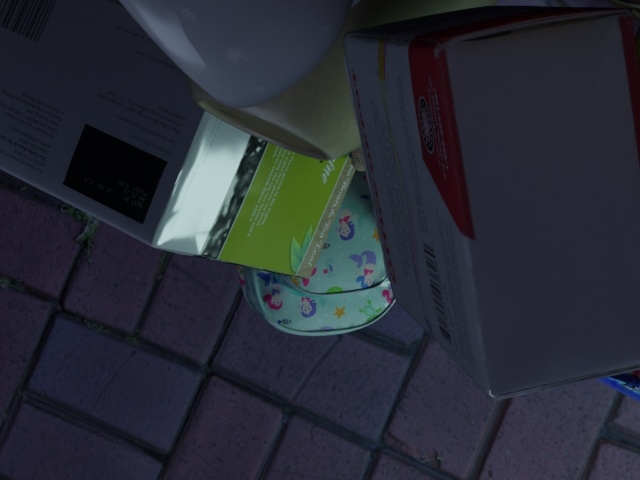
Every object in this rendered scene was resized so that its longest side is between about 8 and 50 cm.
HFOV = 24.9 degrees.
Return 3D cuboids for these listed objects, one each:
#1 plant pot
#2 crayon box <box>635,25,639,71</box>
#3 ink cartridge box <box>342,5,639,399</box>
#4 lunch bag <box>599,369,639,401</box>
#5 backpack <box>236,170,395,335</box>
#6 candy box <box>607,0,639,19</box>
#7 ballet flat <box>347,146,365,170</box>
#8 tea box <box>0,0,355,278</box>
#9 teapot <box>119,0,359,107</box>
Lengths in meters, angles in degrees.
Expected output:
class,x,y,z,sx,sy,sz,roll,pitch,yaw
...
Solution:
class,x,y,z,sx,sy,sz,roll,pitch,yaw
plant pot,-0.012,-0.180,1.239,0.284,0.191,0.284,23,177,1
crayon box,0.364,-0.019,1.142,0.319,0.202,0.081,23,176,13
ink cartridge box,0.118,-0.044,1.000,0.131,0.226,0.306,-12,-168,-5
lunch bag,0.498,0.125,2.124,0.138,0.221,0.293,20,175,35
backpack,0.000,0.000,1.919,0.225,0.253,0.191,-4,-170,-16
candy box,0.176,-0.190,0.772,0.316,0.087,0.183,25,177,-22
ballet flat,0.084,-0.124,1.510,0.106,0.107,0.316,30,172,12
tea box,-0.173,-0.129,1.615,0.329,0.220,0.323,26,-175,29
teapot,-0.055,-0.229,0.975,0.252,0.187,0.256,51,-171,-9
